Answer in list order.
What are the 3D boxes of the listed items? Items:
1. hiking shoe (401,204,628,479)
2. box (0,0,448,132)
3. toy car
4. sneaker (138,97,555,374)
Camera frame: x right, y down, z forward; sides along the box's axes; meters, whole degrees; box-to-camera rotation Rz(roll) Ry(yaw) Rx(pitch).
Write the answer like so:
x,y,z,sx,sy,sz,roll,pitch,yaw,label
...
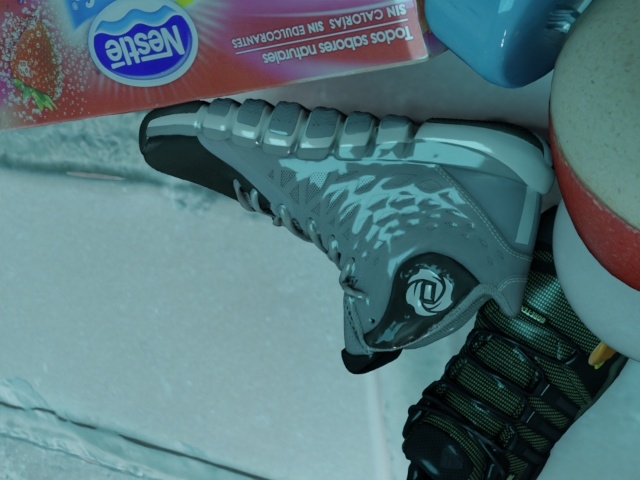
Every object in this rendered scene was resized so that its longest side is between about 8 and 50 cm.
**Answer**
x,y,z,sx,sy,sz,roll,pitch,yaw,label
0.101,0.088,0.571,0.086,0.114,0.226,29,126,22,hiking shoe
-0.050,-0.156,0.542,0.300,0.154,0.142,-3,111,37,box
0.177,-0.028,0.446,0.219,0.210,0.238,44,160,24,toy car
0.000,0.000,0.544,0.229,0.086,0.132,6,88,22,sneaker
